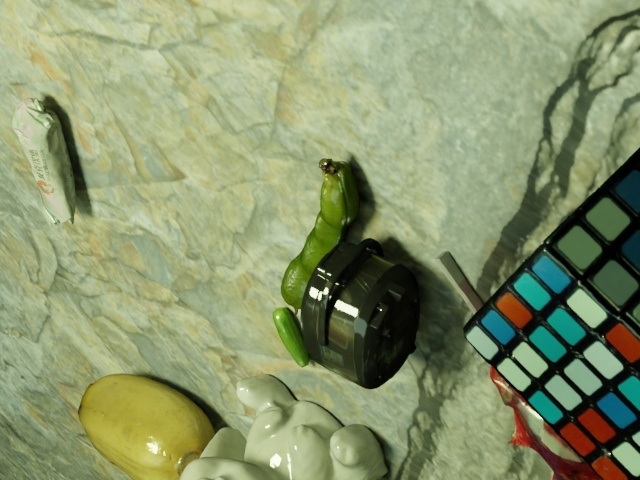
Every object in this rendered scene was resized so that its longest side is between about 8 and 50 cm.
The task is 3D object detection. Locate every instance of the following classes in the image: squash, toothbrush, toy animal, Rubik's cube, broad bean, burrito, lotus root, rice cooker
[{"bbox_3d":[-0.034,0.117,1.690,0.027,0.027,0.089,9,134,49],"label":"squash"},{"bbox_3d":[0.171,0.093,1.395,0.194,0.014,0.017,55,150,-11],"label":"toothbrush"},{"bbox_3d":[-0.073,0.330,1.749,0.271,0.265,0.206,23,143,35],"label":"toy animal"},{"bbox_3d":[0.249,0.050,1.071,0.182,0.184,0.187,44,149,8],"label":"Rubik's cube"},{"bbox_3d":[0.001,0.000,1.481,0.053,0.052,0.256,10,144,-6],"label":"broad bean"},{"bbox_3d":[-0.351,-0.102,1.826,0.064,0.064,0.203,31,148,29],"label":"burrito"},{"bbox_3d":[-0.240,0.278,2.045,0.303,0.131,0.146,24,141,41],"label":"lotus root"},{"bbox_3d":[0.044,0.077,1.451,0.106,0.112,0.165,29,146,21],"label":"rice cooker"}]

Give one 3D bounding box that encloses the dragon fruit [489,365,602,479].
[{"bbox_3d":[0.254,0.184,1.278,0.274,0.126,0.161,28,144,34],"label":"dragon fruit"}]
